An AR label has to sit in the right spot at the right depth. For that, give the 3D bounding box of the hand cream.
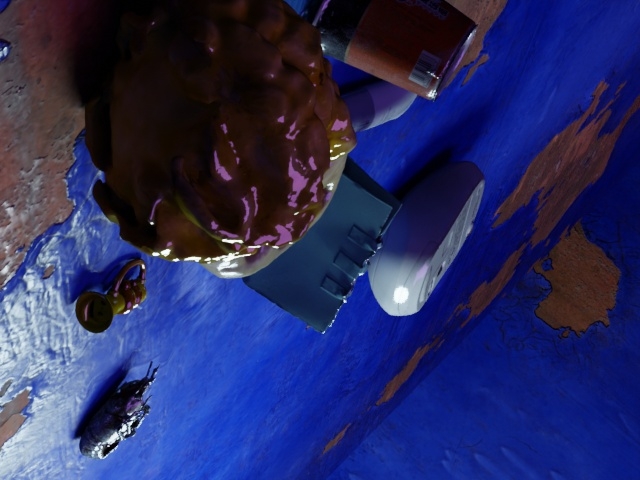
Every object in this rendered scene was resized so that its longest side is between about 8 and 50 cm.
[{"bbox_3d":[0.061,-0.165,1.769,0.079,0.048,0.255,-51,168,28],"label":"hand cream"}]

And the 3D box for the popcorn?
[{"bbox_3d":[-0.086,-0.092,1.185,0.190,0.250,0.250,-25,152,-44],"label":"popcorn"}]

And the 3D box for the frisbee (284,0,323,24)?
[{"bbox_3d":[-0.026,-0.232,1.363,0.242,0.045,0.242,-44,164,-16],"label":"frisbee"}]

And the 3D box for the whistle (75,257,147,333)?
[{"bbox_3d":[-0.220,0.055,1.544,0.046,0.057,0.109,-7,-166,24],"label":"whistle"}]

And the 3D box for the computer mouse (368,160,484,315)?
[{"bbox_3d":[0.158,-0.009,2.284,0.184,0.121,0.297,93,23,-49],"label":"computer mouse"}]

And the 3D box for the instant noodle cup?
[{"bbox_3d":[0.073,-0.205,1.384,0.127,0.136,0.127,-58,174,-10],"label":"instant noodle cup"}]

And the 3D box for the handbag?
[{"bbox_3d":[0.000,0.000,1.802,0.057,0.144,0.221,-29,154,-56],"label":"handbag"}]

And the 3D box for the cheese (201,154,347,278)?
[{"bbox_3d":[-0.064,-0.068,1.508,0.218,0.117,0.235,-53,163,9],"label":"cheese"}]

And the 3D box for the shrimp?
[{"bbox_3d":[-0.247,0.216,1.801,0.165,0.056,0.065,-43,151,15],"label":"shrimp"}]
